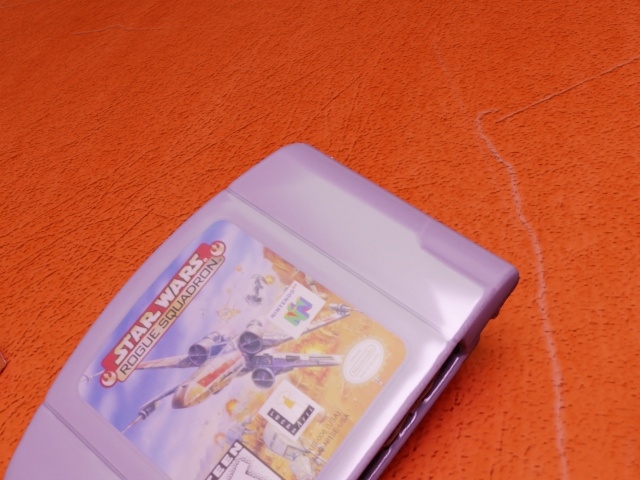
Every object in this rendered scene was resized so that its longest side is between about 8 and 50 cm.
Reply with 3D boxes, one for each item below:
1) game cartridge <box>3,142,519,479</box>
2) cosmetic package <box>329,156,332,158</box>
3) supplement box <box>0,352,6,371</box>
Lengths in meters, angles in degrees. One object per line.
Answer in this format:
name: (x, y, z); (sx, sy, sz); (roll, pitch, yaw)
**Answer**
game cartridge: (-0.045, 0.084, 0.495); (0.198, 0.062, 0.297); (34, 77, 22)
cosmetic package: (0.000, 0.000, 0.625); (0.041, 0.115, 0.060); (-7, 39, 11)
supplement box: (-0.328, 0.150, 0.586); (0.078, 0.080, 0.233); (2, 44, 20)
